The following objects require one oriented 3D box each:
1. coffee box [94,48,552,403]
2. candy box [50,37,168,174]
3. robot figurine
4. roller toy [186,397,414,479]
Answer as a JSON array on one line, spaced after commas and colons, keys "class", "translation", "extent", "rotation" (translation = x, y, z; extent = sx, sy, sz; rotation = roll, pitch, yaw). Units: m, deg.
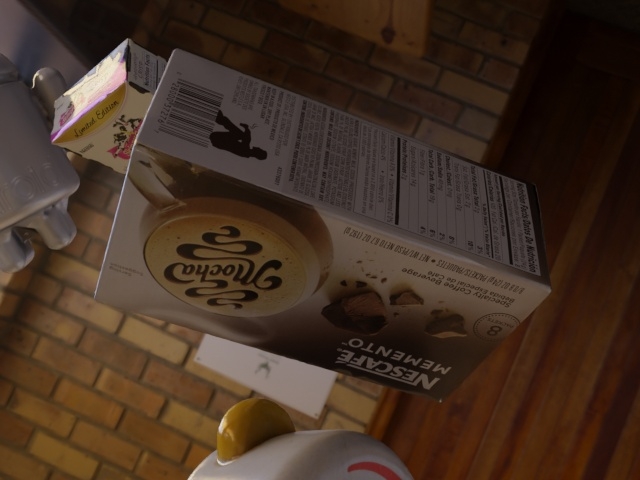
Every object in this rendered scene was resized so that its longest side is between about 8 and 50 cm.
[{"class": "coffee box", "translation": [0.000, 0.000, 0.570], "extent": [0.297, 0.119, 0.168], "rotation": [19, 134, -12]}, {"class": "candy box", "translation": [-0.201, -0.142, 0.963], "extent": [0.159, 0.071, 0.233], "rotation": [-28, 144, 34]}, {"class": "robot figurine", "translation": [-0.484, -0.131, 1.062], "extent": [0.353, 0.300, 0.200], "rotation": [62, 167, -12]}, {"class": "roller toy", "translation": [-0.021, 0.246, 0.580], "extent": [0.146, 0.191, 0.209], "rotation": [-16, 126, 42]}]
